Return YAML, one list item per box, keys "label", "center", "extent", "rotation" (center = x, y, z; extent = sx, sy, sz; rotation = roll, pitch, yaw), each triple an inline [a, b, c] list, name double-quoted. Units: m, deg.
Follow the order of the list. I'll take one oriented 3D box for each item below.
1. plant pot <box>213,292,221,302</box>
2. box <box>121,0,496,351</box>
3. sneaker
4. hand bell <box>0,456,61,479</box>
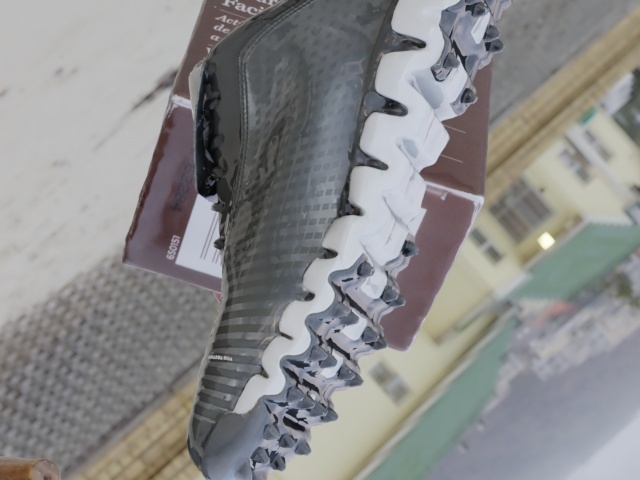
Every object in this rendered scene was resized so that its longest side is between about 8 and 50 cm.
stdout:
- label: "plant pot"
  center: [0.000, 0.000, 1.390]
  extent: [0.180, 0.201, 0.201]
  rotation: [-57, 173, 17]
- label: "box"
  center: [0.010, -0.122, 1.016]
  extent: [0.381, 0.191, 0.143]
  rotation: [-81, -170, -51]
- label: "sneaker"
  center: [-0.012, -0.023, 0.587]
  extent: [0.234, 0.106, 0.078]
  rotation: [-67, 159, -9]
- label: "hand bell"
  center: [-0.224, 0.152, 0.818]
  extent: [0.242, 0.126, 0.126]
  rotation: [-23, -172, 34]
